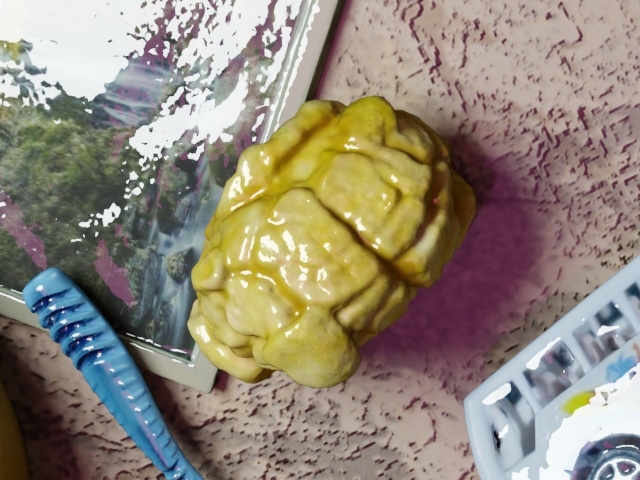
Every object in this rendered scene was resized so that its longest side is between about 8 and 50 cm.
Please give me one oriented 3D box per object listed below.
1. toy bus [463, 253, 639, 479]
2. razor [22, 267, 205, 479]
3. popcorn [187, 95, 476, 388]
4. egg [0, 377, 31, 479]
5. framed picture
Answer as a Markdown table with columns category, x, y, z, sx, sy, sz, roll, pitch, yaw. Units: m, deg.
| category | x | y | z | sx | sy | sz | roll | pitch | yaw |
| --- | --- | --- | --- | --- | --- | --- | --- | --- | --- |
| toy bus | 0.234 | 0.066 | 1.087 | 0.329 | 0.109 | 0.136 | -41 | 64 | 15 |
| razor | -0.108 | 0.123 | 1.196 | 0.082 | 0.042 | 0.253 | -33 | 99 | 22 |
| popcorn | -0.004 | 0.003 | 1.102 | 0.194 | 0.163 | 0.140 | -43 | 90 | 17 |
| egg | -0.316 | 0.143 | 1.151 | 0.250 | 0.250 | 0.322 | -19 | 91 | 14 |
| framed picture | -0.131 | -0.085 | 1.186 | 0.240 | 0.020 | 0.324 | 22 | 105 | 7 |
